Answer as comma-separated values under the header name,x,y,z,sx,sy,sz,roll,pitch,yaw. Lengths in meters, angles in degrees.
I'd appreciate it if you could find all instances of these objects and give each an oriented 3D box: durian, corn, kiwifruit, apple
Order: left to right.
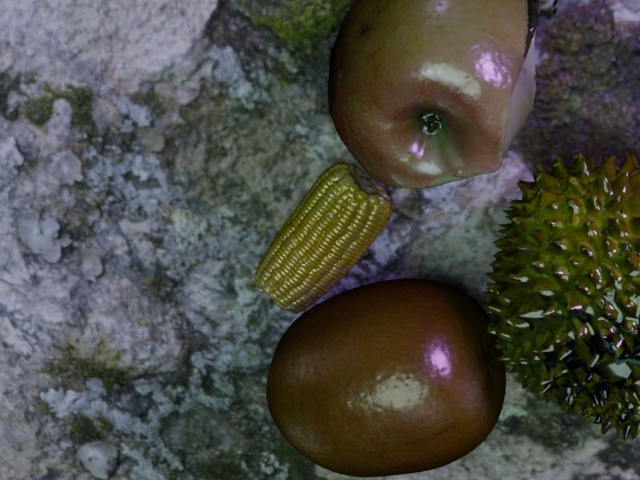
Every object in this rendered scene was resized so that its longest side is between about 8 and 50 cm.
name,x,y,z,sx,sy,sz,roll,pitch,yaw
corn,0.000,0.000,1.047,0.085,0.063,0.165,30,117,-24
kiwifruit,0.058,0.135,1.013,0.234,0.196,0.196,-20,104,28
apple,0.096,-0.148,0.899,0.207,0.188,0.174,-32,104,26
durian,0.278,0.051,0.904,0.291,0.224,0.291,4,112,10
